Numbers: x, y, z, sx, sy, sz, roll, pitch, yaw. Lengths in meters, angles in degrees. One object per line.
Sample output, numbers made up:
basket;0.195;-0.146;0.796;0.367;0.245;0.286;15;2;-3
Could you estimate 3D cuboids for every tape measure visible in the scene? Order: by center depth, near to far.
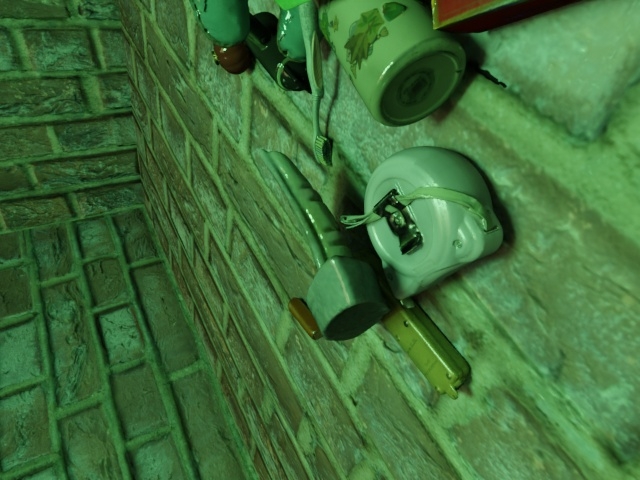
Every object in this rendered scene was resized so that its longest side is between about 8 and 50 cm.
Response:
tape measure;0.124;-0.027;0.539;0.178;0.105;0.196;63;151;21

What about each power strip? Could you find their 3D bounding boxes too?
power strip;0.127;0.116;0.671;0.305;0.044;0.064;52;145;33

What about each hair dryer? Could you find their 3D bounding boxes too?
hair dryer;-0.114;-0.344;0.683;0.078;0.248;0.195;-44;60;20

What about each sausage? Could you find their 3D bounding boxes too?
sausage;-0.036;0.183;0.990;0.131;0.041;0.039;43;160;44

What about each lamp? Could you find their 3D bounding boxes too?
lamp;-0.198;-0.424;0.924;0.101;0.090;0.101;-22;-90;-86

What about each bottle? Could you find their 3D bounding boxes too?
bottle;0.064;-0.267;0.508;0.253;0.121;0.120;66;151;27

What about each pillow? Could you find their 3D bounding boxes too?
pillow;-0.079;-0.377;0.588;0.086;0.234;0.214;42;129;49

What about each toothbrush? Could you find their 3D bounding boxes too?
toothbrush;-0.010;-0.277;0.651;0.037;0.028;0.375;41;151;38

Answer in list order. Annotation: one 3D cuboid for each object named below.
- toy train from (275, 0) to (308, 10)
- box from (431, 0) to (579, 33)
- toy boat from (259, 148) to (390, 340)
toy train;0.018;-0.375;0.432;0.188;0.132;0.243;15;76;47
box;0.174;-0.348;0.307;0.197;0.089;0.313;13;115;55
toy boat;0.012;0.031;0.657;0.276;0.111;0.293;72;175;-52
